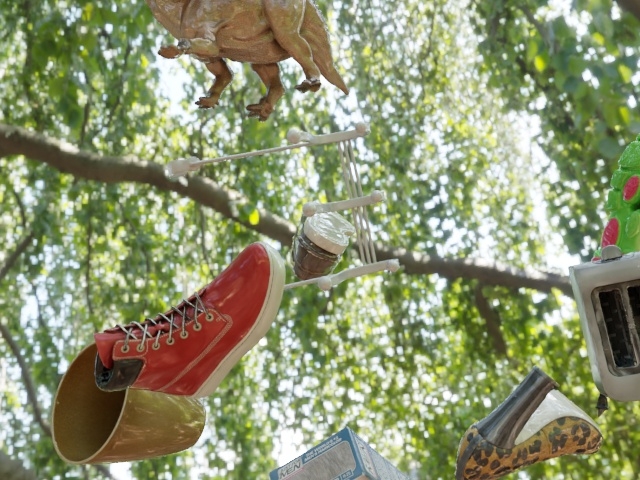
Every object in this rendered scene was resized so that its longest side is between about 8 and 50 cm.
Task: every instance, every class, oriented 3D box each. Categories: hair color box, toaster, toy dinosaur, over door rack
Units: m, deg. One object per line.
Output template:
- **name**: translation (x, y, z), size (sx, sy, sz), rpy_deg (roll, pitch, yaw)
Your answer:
- **hair color box**: translation (0.078, 0.489, 1.290), size (0.173, 0.105, 0.347), rpy_deg (-34, -51, 10)
- **toaster**: translation (0.368, 0.091, 0.766), size (0.168, 0.186, 0.110), rpy_deg (-12, -11, 17)
- **toy dinosaur**: translation (-0.086, -0.256, 0.800), size (0.295, 0.200, 0.127), rpy_deg (8, -17, -19)
- **over door rack**: translation (-0.059, -0.034, 1.072), size (0.324, 0.240, 0.108), rpy_deg (-12, -2, 0)

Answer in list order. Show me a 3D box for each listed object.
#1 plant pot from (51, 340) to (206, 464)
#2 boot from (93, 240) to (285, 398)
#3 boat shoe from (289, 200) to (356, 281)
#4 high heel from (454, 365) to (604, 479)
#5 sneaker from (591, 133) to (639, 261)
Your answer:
- **plant pot**: translation (-0.360, 0.344, 1.430), size (0.237, 0.237, 0.254), rpy_deg (-27, -37, 31)
- **boot**: translation (-0.162, 0.093, 0.840), size (0.176, 0.088, 0.244), rpy_deg (16, -61, -42)
- **boat shoe**: translation (0.000, 0.000, 1.404), size (0.116, 0.324, 0.097), rpy_deg (29, -78, -3)
- **high heel**: translation (0.294, 0.297, 1.003), size (0.186, 0.093, 0.261), rpy_deg (-48, -51, 0)
- **sneaker**: translation (0.701, -0.047, 1.441), size (0.202, 0.185, 0.483), rpy_deg (-2, -57, -18)
